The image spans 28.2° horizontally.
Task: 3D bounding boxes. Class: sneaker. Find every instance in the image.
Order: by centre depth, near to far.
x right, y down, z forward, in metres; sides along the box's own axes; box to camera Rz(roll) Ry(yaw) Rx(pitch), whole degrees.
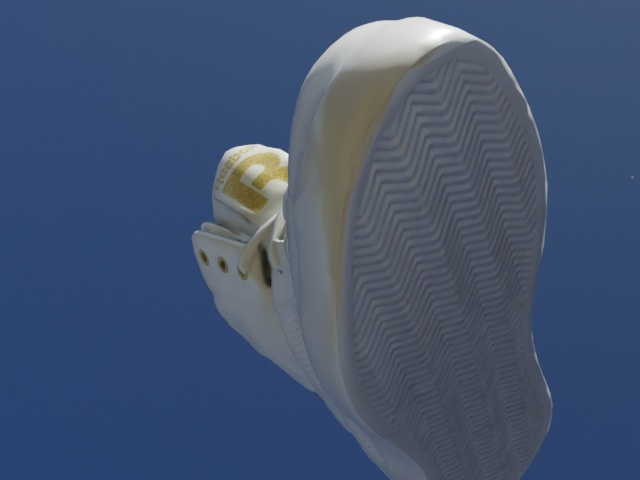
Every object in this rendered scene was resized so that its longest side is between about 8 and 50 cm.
[{"bbox_3d":[0.000,0.000,0.512,0.108,0.292,0.169,-41,-122,-17],"label":"sneaker"}]
